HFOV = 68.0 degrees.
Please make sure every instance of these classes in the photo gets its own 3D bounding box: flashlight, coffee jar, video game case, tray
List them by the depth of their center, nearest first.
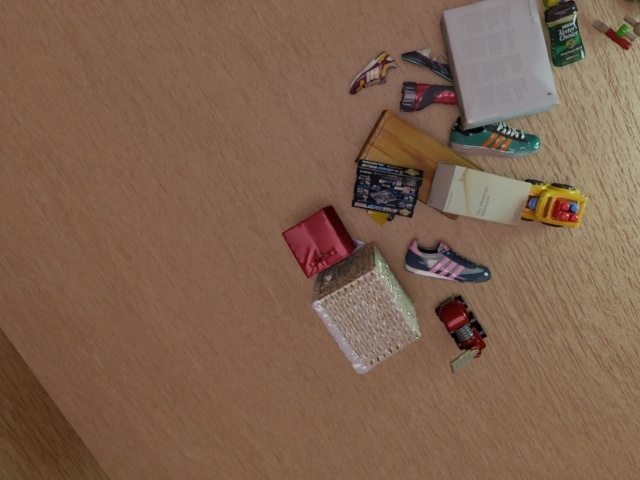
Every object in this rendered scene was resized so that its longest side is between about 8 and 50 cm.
[{"bbox_3d":[0.779,-0.659,1.514,0.096,0.079,0.184,-17,117,20],"label":"coffee jar"},{"bbox_3d":[0.428,-0.481,1.626,0.304,0.103,0.103,8,131,5],"label":"flashlight"},{"bbox_3d":[0.347,-0.258,1.648,0.410,0.076,0.203,28,96,-12],"label":"tray"},{"bbox_3d":[0.113,0.047,1.850,0.087,0.011,0.122,23,107,2],"label":"video game case"}]

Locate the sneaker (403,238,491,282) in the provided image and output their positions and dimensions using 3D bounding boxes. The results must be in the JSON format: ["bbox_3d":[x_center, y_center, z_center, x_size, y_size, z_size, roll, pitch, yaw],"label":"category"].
[{"bbox_3d":[0.476,0.074,1.752,0.318,0.112,0.131,8,108,5],"label":"sneaker"}]

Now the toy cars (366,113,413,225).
[{"bbox_3d":[0.245,-0.254,1.718,0.176,0.087,0.394,-3,101,-7],"label":"toy cars"}]

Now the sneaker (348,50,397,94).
[{"bbox_3d":[0.182,-0.567,1.654,0.084,0.069,0.185,46,107,1],"label":"sneaker"}]

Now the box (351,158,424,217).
[{"bbox_3d":[0.223,-0.174,1.607,0.220,0.051,0.175,11,135,6],"label":"box"}]

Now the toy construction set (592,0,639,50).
[{"bbox_3d":[0.962,-0.782,1.440,0.237,0.257,0.309,46,130,14],"label":"toy construction set"}]

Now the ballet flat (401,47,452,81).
[{"bbox_3d":[0.376,-0.612,1.615,0.203,0.074,0.074,23,106,-4],"label":"ballet flat"}]

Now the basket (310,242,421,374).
[{"bbox_3d":[0.168,0.235,1.723,0.266,0.328,0.331,-31,101,13],"label":"basket"}]

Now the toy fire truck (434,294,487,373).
[{"bbox_3d":[0.514,0.352,1.747,0.158,0.246,0.217,-32,98,14],"label":"toy fire truck"}]

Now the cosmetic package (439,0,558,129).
[{"bbox_3d":[0.568,-0.576,1.526,0.284,0.097,0.377,-11,88,8],"label":"cosmetic package"}]

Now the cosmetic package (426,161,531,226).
[{"bbox_3d":[0.534,-0.154,1.599,0.309,0.113,0.160,8,103,-20],"label":"cosmetic package"}]

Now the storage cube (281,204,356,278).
[{"bbox_3d":[0.000,0.000,1.751,0.183,0.215,0.193,-30,90,15],"label":"storage cube"}]

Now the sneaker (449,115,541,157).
[{"bbox_3d":[0.597,-0.359,1.610,0.302,0.108,0.121,4,130,8],"label":"sneaker"}]

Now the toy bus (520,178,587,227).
[{"bbox_3d":[0.778,-0.114,1.610,0.220,0.211,0.150,11,107,7],"label":"toy bus"}]

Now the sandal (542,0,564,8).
[{"bbox_3d":[0.789,-0.889,1.462,0.138,0.126,0.317,5,114,6],"label":"sandal"}]
